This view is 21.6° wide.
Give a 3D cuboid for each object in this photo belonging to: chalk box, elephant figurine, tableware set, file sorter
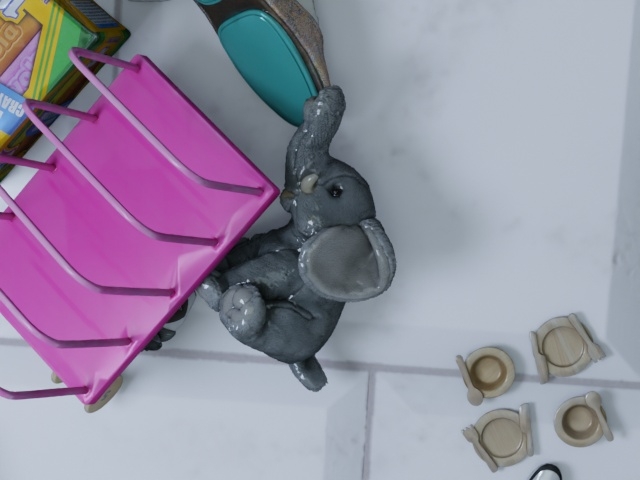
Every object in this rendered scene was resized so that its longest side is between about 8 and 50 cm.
[{"bbox_3d":[-0.359,-0.155,1.659,0.179,0.180,0.289,41,100,-3],"label":"chalk box"},{"bbox_3d":[0.000,0.000,1.669,0.239,0.186,0.169,-42,61,9],"label":"elephant figurine"},{"bbox_3d":[0.223,0.161,1.754,0.169,0.020,0.141,-18,98,6],"label":"tableware set"},{"bbox_3d":[-0.230,-0.013,1.578,0.202,0.182,0.290,45,103,16],"label":"file sorter"}]

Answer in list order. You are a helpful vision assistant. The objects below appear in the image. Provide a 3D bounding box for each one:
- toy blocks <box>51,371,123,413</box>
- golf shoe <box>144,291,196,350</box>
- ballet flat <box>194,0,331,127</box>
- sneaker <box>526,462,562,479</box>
[{"bbox_3d":[-0.270,0.096,1.740,0.148,0.054,0.123,42,144,15],"label":"toy blocks"},{"bbox_3d":[-0.216,0.022,1.740,0.198,0.077,0.094,45,82,-6],"label":"golf shoe"},{"bbox_3d":[-0.070,-0.252,1.653,0.316,0.108,0.106,51,55,-27],"label":"ballet flat"},{"bbox_3d":[0.226,0.287,1.763,0.040,0.044,0.109,21,98,2],"label":"sneaker"}]
